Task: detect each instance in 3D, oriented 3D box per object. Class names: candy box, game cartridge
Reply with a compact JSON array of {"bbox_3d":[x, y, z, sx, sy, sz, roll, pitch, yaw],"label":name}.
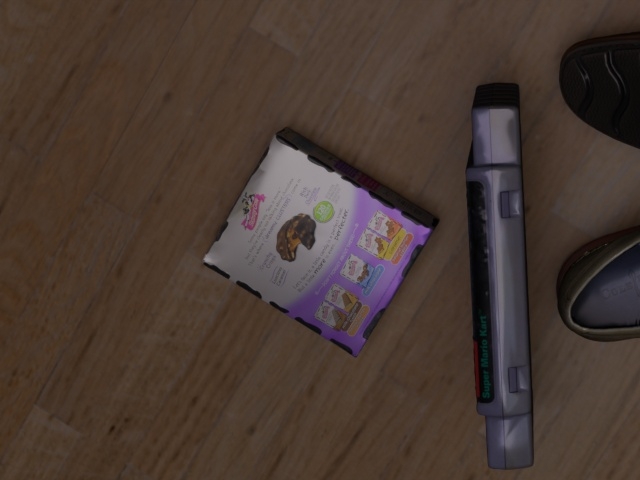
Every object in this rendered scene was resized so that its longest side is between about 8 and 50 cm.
[{"bbox_3d":[0.000,0.000,1.900,0.196,0.070,0.165,32,105,2],"label":"candy box"},{"bbox_3d":[0.180,0.029,1.791,0.068,0.230,0.355,-2,100,11],"label":"game cartridge"}]

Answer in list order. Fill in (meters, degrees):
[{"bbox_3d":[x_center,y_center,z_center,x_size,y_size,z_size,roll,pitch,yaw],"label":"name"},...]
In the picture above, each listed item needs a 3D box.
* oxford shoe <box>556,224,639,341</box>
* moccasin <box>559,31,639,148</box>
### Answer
[{"bbox_3d":[0.422,0.006,1.783,0.397,0.146,0.140,-29,92,13],"label":"oxford shoe"},{"bbox_3d":[0.427,-0.166,1.759,0.380,0.147,0.139,-4,116,21],"label":"moccasin"}]
